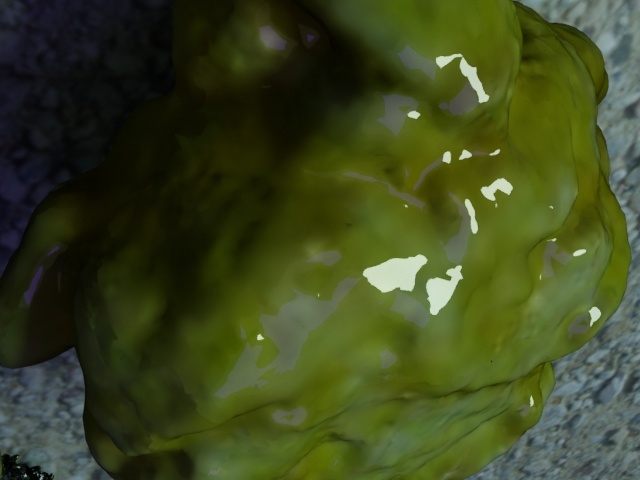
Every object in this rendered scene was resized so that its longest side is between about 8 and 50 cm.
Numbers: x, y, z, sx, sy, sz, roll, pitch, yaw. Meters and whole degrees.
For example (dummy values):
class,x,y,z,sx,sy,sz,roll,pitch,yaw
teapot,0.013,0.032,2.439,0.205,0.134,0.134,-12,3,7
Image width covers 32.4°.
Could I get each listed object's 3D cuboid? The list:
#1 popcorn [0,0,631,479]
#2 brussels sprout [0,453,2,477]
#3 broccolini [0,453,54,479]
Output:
class,x,y,z,sx,sy,sz,roll,pitch,yaw
popcorn,0.012,0.006,0.583,0.294,0.292,0.334,26,96,2
brussels sprout,-0.318,0.094,0.604,0.294,0.227,0.259,42,119,-17
broccolini,-0.331,0.244,0.866,0.271,0.062,0.123,-31,126,14
